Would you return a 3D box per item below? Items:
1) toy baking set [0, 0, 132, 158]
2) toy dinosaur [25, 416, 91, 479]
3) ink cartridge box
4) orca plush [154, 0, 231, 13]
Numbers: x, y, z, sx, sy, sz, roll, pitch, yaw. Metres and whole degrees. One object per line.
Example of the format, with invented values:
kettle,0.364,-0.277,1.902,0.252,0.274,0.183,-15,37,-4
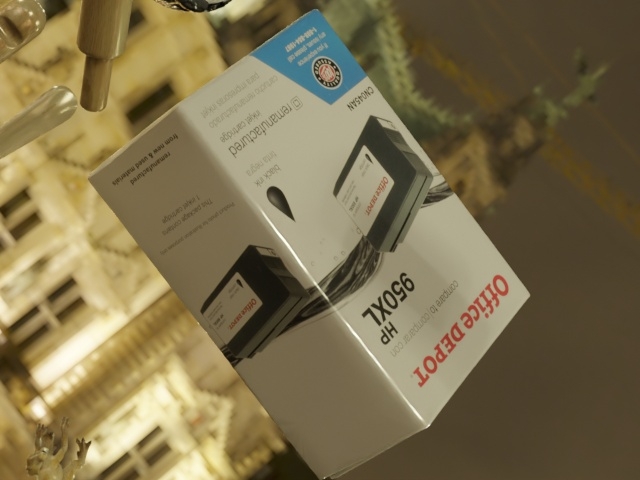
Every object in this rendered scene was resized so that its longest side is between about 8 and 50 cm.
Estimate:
toy baking set,-0.195,-0.123,0.933,0.030,0.197,0.256,46,-42,42
toy dinosaur,-0.265,0.236,1.629,0.053,0.092,0.183,3,-35,13
ink cartridge box,0.000,0.000,1.690,0.166,0.285,0.395,-33,-83,40
orca plush,-0.184,-0.237,1.429,0.151,0.102,0.287,56,24,9
